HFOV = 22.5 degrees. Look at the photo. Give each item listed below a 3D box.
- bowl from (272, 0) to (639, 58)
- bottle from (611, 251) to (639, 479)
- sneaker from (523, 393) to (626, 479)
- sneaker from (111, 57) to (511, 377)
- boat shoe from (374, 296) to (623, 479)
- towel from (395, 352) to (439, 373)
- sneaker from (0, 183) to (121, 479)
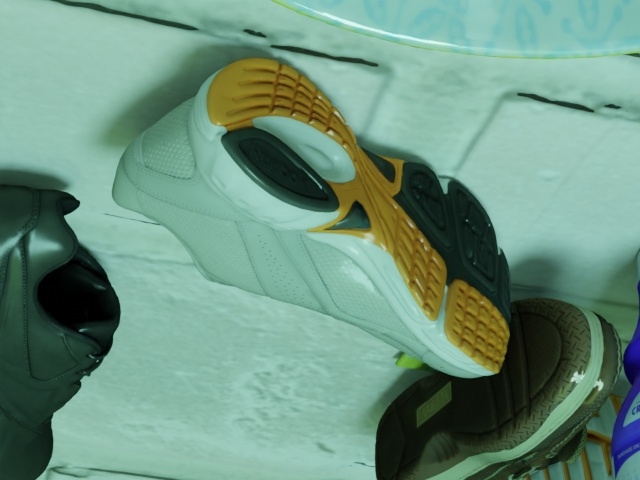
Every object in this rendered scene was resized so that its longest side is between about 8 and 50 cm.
[{"bbox_3d":[0.072,-0.200,0.522,0.290,0.156,0.289,4,154,2],"label":"bowl"},{"bbox_3d":[0.220,0.124,0.883,0.118,0.282,0.092,-25,137,32],"label":"bottle"},{"bbox_3d":[0.160,0.164,1.129,0.083,0.084,0.215,15,148,-41],"label":"sneaker"},{"bbox_3d":[0.000,0.000,0.891,0.121,0.099,0.262,-20,133,39],"label":"sneaker"},{"bbox_3d":[0.127,0.104,1.010,0.095,0.095,0.257,12,157,-20],"label":"boat shoe"},{"bbox_3d":[0.094,0.069,1.044,0.060,0.009,0.083,21,140,-27],"label":"towel"},{"bbox_3d":[-0.181,0.068,0.971,0.130,0.109,0.286,-5,147,-3],"label":"sneaker"}]
